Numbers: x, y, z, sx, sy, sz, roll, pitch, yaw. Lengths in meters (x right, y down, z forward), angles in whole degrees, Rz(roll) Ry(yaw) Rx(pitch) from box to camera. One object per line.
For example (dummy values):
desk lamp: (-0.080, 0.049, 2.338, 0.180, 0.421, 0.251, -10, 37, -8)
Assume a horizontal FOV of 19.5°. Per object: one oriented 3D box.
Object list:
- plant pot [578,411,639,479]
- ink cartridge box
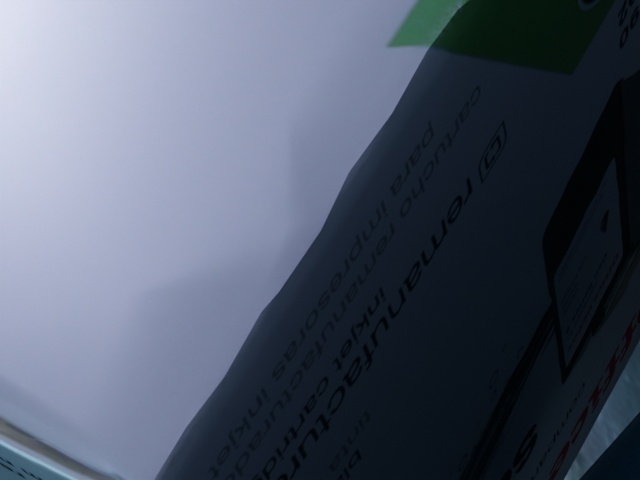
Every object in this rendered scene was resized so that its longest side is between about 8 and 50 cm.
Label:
plant pot: (0.151, 0.130, 0.355, 0.255, 0.271, 0.271, 41, 157, 10)
ink cartridge box: (0.000, 0.000, 0.476, 0.121, 0.211, 0.289, 26, 162, 21)
